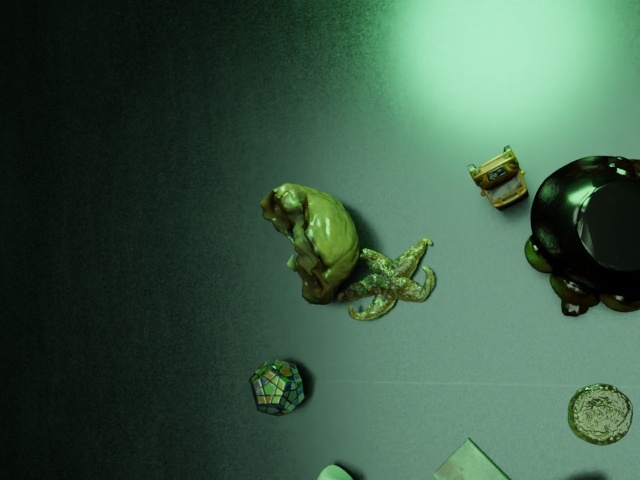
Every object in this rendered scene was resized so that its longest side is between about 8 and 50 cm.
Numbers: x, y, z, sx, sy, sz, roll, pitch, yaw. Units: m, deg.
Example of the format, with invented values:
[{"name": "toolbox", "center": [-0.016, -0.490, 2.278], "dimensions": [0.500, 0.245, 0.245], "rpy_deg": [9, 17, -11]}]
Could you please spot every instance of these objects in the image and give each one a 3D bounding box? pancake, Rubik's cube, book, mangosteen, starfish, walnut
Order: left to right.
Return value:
[{"name": "Rubik's cube", "center": [-0.084, 0.282, 1.692], "dimensions": [0.093, 0.111, 0.111], "rpy_deg": [16, 90, 45]}, {"name": "walnut", "center": [0.001, -0.006, 1.650], "dimensions": [0.141, 0.204, 0.238], "rpy_deg": [-23, 86, -19]}, {"name": "starfish", "center": [0.133, 0.071, 1.681], "dimensions": [0.150, 0.053, 0.209], "rpy_deg": [43, 93, 3]}, {"name": "book", "center": [0.283, 0.446, 1.608], "dimensions": [0.135, 0.017, 0.103], "rpy_deg": [44, 97, 16]}, {"name": "pancake", "center": [0.493, 0.307, 1.561], "dimensions": [0.115, 0.011, 0.114], "rpy_deg": [-2, 85, 16]}, {"name": "mangosteen", "center": [0.479, -0.001, 1.480], "dimensions": [0.288, 0.233, 0.287], "rpy_deg": [0, 91, -5]}]

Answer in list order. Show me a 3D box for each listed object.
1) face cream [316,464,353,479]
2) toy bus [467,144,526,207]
[{"name": "face cream", "center": [-0.023, 0.593, 1.642], "dimensions": [0.102, 0.102, 0.345], "rpy_deg": [22, 93, 17]}, {"name": "toy bus", "center": [0.320, -0.104, 1.556], "dimensions": [0.083, 0.194, 0.088], "rpy_deg": [-28, 81, 13]}]
